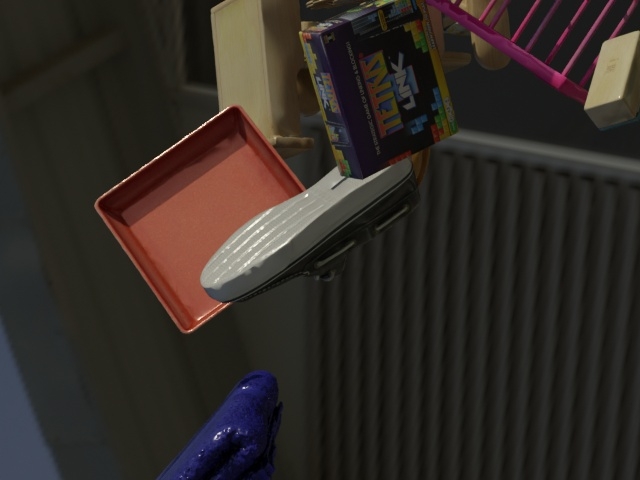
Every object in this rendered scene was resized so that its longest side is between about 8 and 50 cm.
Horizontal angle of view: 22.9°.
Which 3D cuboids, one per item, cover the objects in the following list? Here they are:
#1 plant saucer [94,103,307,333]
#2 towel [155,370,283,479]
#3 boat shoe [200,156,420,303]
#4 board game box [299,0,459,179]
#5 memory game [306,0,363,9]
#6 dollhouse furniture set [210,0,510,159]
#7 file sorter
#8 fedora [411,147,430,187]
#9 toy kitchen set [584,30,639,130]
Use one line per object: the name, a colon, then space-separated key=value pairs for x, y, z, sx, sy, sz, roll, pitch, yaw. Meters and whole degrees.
plant saucer: x=-0.150 y=-0.027 z=2.254 sx=0.259 sy=0.258 sz=0.048 roll=-35 pitch=-23 yaw=-5
towel: x=-0.120 y=0.251 z=1.584 sx=0.228 sy=0.076 sz=0.308 roll=-50 pitch=1 yaw=5
boat shoe: x=0.000 y=0.000 z=2.128 sx=0.335 sy=0.121 sz=0.119 roll=-33 pitch=-60 yaw=-7
board game box: x=0.066 y=-0.171 z=1.709 sx=0.141 sy=0.048 sz=0.170 roll=-28 pitch=-67 yaw=-27
memory game: x=0.067 y=-0.398 z=2.544 sx=0.186 sy=0.186 sz=0.012 roll=-18 pitch=-84 yaw=-64
dollhouse furniture set: x=0.047 y=-0.248 z=2.474 sx=0.394 sy=0.362 sz=0.257 roll=0 pitch=-98 yaw=-32
file sorter: x=0.314 y=-0.327 z=2.178 sx=0.202 sy=0.290 sz=0.182 roll=17 pitch=-71 yaw=-56
fedora: x=0.113 y=-0.124 z=2.287 sx=0.194 sy=0.079 sz=0.194 roll=10 pitch=-90 yaw=-78
toy kitchen set: x=0.447 y=-0.165 z=1.845 sx=0.166 sy=0.207 sz=0.122 roll=48 pitch=-133 yaw=-29
